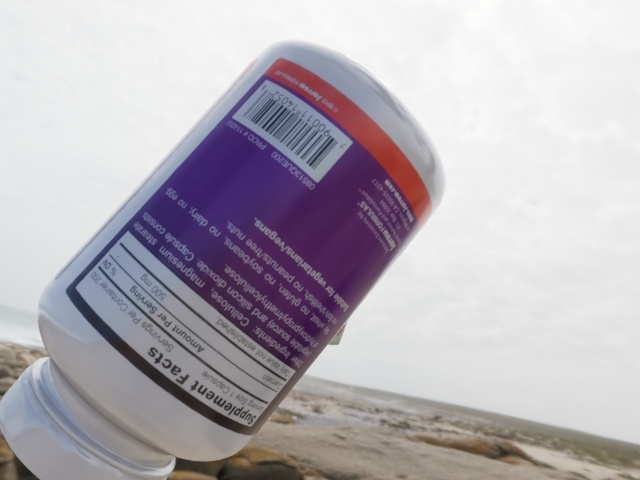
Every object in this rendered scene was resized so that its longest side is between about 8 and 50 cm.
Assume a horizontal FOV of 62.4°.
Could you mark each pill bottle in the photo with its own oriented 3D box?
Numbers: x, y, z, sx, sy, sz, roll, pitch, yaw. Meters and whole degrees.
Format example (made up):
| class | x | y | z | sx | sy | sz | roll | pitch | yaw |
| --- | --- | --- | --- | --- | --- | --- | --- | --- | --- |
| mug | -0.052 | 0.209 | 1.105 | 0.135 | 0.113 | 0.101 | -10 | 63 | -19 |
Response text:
| class | x | y | z | sx | sy | sz | roll | pitch | yaw |
| --- | --- | --- | --- | --- | --- | --- | --- | --- | --- |
| pill bottle | -0.068 | 0.024 | 0.393 | 0.181 | 0.323 | 0.181 | 39 | -7 | 6 |

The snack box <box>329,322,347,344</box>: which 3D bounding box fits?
| class | x | y | z | sx | sy | sz | roll | pitch | yaw |
| --- | --- | --- | --- | --- | --- | --- | --- | --- | --- |
| snack box | 0.000 | 0.000 | 0.932 | 0.060 | 0.322 | 0.187 | 4 | -52 | -15 |
